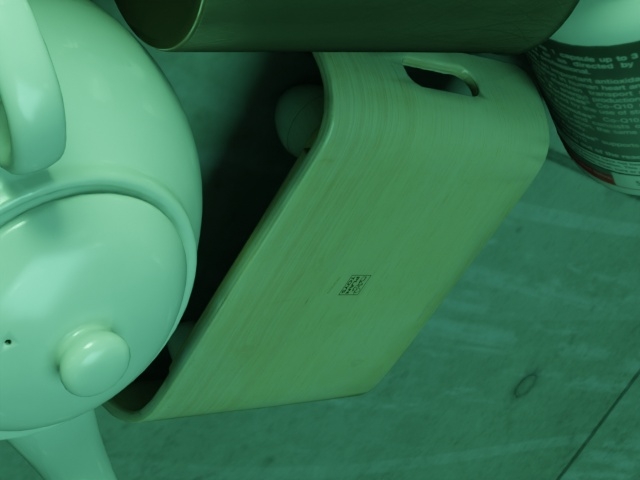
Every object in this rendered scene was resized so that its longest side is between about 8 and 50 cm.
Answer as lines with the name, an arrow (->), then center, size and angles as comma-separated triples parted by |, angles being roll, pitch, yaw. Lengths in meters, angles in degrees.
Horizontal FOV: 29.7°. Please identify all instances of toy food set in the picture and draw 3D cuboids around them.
toy food set -> 0.000, 0.000, 0.827 | 0.220, 0.092, 0.306 | 2, 131, -46

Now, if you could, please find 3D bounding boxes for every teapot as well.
teapot -> -0.150, 0.001, 0.580 | 0.252, 0.187, 0.256 | -53, 142, 9

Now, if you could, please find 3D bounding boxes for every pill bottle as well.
pill bottle -> 0.207, -0.162, 0.798 | 0.161, 0.161, 0.283 | -44, 144, -3

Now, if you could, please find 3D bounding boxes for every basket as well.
basket -> 0.012, -0.174, 0.612 | 0.227, 0.154, 0.204 | -16, 128, -29
